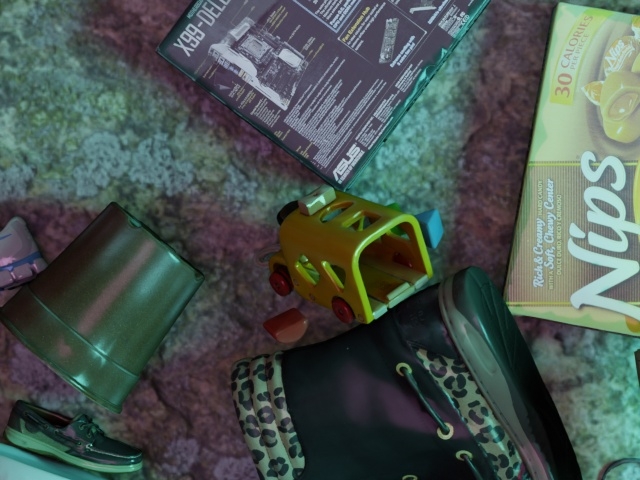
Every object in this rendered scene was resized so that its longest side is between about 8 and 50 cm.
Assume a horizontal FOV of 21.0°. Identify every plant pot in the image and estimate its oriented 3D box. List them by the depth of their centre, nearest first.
[{"bbox_3d":[-0.215,0.061,1.748,0.167,0.167,0.165,40,89,1],"label":"plant pot"}]

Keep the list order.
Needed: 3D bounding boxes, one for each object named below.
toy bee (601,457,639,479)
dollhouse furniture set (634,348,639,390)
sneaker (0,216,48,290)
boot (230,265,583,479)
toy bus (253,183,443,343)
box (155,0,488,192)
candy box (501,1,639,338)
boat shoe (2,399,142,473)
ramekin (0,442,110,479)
[{"bbox_3d":[0.397,0.367,1.712,0.298,0.162,0.195,24,97,3],"label":"toy bee"},{"bbox_3d":[0.524,0.140,1.576,0.394,0.256,0.362,-7,85,-9],"label":"dollhouse furniture set"},{"bbox_3d":[-0.385,0.028,1.806,0.190,0.071,0.083,-19,86,-3],"label":"sneaker"},{"bbox_3d":[0.099,0.227,1.736,0.284,0.138,0.377,-18,114,18],"label":"boot"},{"bbox_3d":[0.012,0.000,1.685,0.202,0.191,0.104,-11,120,10],"label":"toy bus"},{"bbox_3d":[0.020,-0.239,1.746,0.242,0.076,0.307,36,95,2],"label":"box"},{"bbox_3d":[0.296,-0.068,1.727,0.183,0.087,0.316,10,95,5],"label":"candy box"},{"bbox_3d":[-0.257,0.205,1.806,0.152,0.056,0.049,14,100,4],"label":"boat shoe"},{"bbox_3d":[-0.282,0.286,1.717,0.273,0.273,0.127,18,84,3],"label":"ramekin"}]
